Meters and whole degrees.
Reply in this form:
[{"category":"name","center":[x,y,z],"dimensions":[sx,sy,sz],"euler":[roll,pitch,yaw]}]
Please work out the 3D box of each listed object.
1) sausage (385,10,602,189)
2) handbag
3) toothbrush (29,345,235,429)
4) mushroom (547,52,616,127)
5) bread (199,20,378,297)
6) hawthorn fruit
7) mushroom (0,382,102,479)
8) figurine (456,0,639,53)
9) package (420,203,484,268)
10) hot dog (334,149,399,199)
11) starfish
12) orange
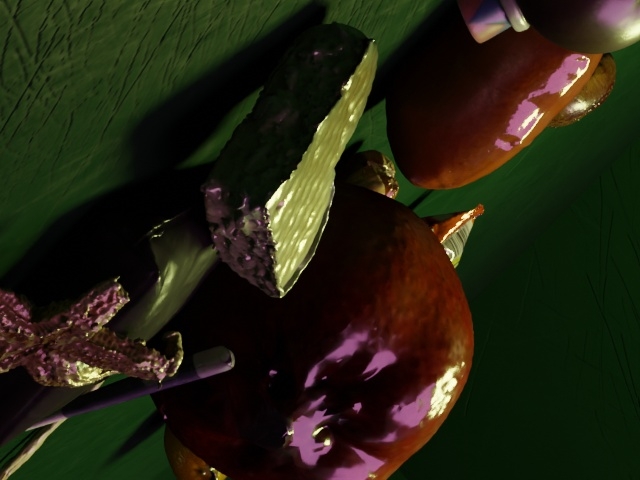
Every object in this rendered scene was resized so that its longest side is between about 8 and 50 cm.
[{"category":"sausage","center":[0.157,-0.146,1.675],"dimensions":[0.258,0.133,0.133],"euler":[-45,170,27]},{"category":"handbag","center":[-0.157,0.053,1.475],"dimensions":[0.247,0.080,0.223],"euler":[-44,171,27]},{"category":"toothbrush","center":[-0.195,0.135,1.585],"dimensions":[0.288,0.024,0.026],"euler":[-19,172,25]},{"category":"mushroom","center":[0.287,-0.185,2.237],"dimensions":[0.127,0.087,0.127],"euler":[-28,-168,6]},{"category":"bread","center":[-0.031,-0.048,1.371],"dimensions":[0.172,0.064,0.232],"euler":[-41,153,-57]},{"category":"hawthorn fruit","center":[0.001,0.080,1.673],"dimensions":[0.311,0.295,0.295],"euler":[-39,173,-46]},{"category":"mushroom","center":[-0.263,0.183,1.875],"dimensions":[0.286,0.026,0.028],"euler":[-42,156,19]},{"category":"figurine","center":[0.225,-0.242,1.460],"dimensions":[0.275,0.161,0.158],"euler":[-45,130,13]},{"category":"package","center":[0.068,0.065,2.417],"dimensions":[0.223,0.108,0.288],"euler":[-27,167,-50]},{"category":"hot dog","center":[0.000,0.000,1.890],"dimensions":[0.235,0.062,0.092],"euler":[-47,-162,40]},{"category":"starfish","center":[-0.189,0.069,1.290],"dimensions":[0.150,0.053,0.210],"euler":[-31,147,22]},{"category":"orange","center":[-0.137,0.238,2.382],"dimensions":[0.160,0.112,0.169],"euler":[75,32,-74]}]
